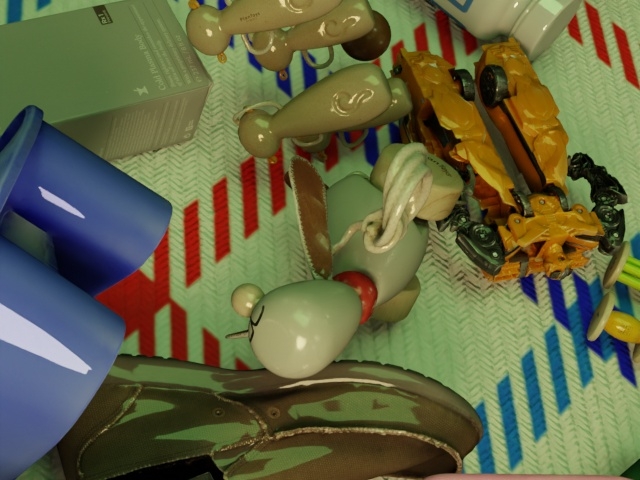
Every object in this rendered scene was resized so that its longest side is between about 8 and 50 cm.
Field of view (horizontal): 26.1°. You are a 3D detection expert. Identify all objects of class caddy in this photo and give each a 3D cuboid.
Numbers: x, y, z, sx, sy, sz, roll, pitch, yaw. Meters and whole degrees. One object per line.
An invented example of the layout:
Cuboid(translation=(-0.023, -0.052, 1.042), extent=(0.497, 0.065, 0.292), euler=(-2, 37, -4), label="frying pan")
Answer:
Cuboid(translation=(-0.263, 0.044, 1.056), extent=(0.179, 0.341, 0.241), euler=(29, 52, -18), label="caddy")

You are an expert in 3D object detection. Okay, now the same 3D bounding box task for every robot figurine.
Cuboid(translation=(0.186, -0.077, 1.408), extent=(0.211, 0.085, 0.291), euler=(-8, 59, -21), label="robot figurine")

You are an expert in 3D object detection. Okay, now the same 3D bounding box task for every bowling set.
Cuboid(translation=(0.000, -0.147, 1.367), extent=(0.154, 0.287, 0.200), euler=(-20, 16, 15), label="bowling set")

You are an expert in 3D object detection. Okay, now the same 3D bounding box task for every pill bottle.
Cuboid(translation=(0.175, -0.301, 1.532), extent=(0.221, 0.124, 0.124), euler=(41, 56, 11), label="pill bottle")

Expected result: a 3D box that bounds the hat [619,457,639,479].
Cuboid(translation=(0.257, 0.274, 1.223), extent=(0.183, 0.173, 0.208), euler=(-33, 91, 12), label="hat")

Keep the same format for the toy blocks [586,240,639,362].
Cuboid(translation=(0.350, 0.078, 1.370), extent=(0.148, 0.054, 0.123), euler=(25, 54, 1), label="toy blocks")

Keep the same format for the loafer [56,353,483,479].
Cuboid(translation=(-0.046, 0.180, 1.152), extent=(0.366, 0.134, 0.130), euler=(2, 60, -3), label="loafer")

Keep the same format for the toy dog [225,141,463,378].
Cuboid(translation=(0.000, 0.000, 1.185), extent=(0.161, 0.333, 0.220), euler=(27, 94, 13), label="toy dog")

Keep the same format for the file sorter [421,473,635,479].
Cuboid(translation=(0.152, 0.335, 1.010), extent=(0.202, 0.182, 0.291), euler=(-5, 50, 25), label="file sorter")

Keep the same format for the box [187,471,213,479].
Cuboid(translation=(-0.170, 0.254, 1.016), extent=(0.184, 0.191, 0.045), euler=(-21, 66, -27), label="box")

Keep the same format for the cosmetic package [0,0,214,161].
Cuboid(translation=(-0.241, -0.141, 1.317), extent=(0.238, 0.107, 0.127), euler=(-18, 66, -29), label="cosmetic package")
